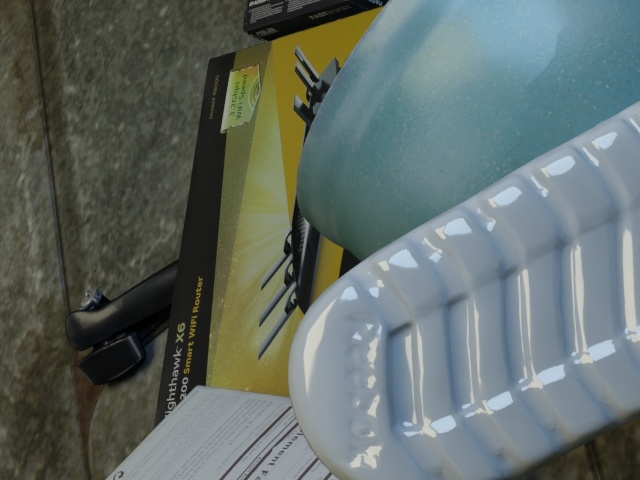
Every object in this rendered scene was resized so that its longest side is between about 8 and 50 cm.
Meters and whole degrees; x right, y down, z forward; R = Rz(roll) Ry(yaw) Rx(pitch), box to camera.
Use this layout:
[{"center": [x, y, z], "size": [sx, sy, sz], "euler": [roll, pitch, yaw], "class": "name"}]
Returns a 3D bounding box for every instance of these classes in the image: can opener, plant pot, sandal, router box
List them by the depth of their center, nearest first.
[{"center": [0.180, 0.004, 0.964], "size": [0.102, 0.416, 0.169], "euler": [103, 150, -85], "class": "sandal"}, {"center": [0.159, -0.050, 1.122], "size": [0.196, 0.293, 0.293], "euler": [45, 113, 22], "class": "plant pot"}, {"center": [0.000, 0.000, 1.423], "size": [0.243, 0.081, 0.309], "euler": [-11, 66, 48], "class": "router box"}, {"center": [0.016, -0.168, 1.467], "size": [0.122, 0.092, 0.038], "euler": [-11, 67, 49], "class": "router box"}, {"center": [-0.140, 0.049, 1.607], "size": [0.186, 0.073, 0.059], "euler": [-35, 11, 33], "class": "can opener"}]

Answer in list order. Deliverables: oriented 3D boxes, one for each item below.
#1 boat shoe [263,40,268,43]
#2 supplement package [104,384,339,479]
[{"center": [-0.048, -0.137, 1.580], "size": [0.100, 0.035, 0.035], "euler": [-60, 41, 24], "class": "boat shoe"}, {"center": [-0.011, 0.193, 1.259], "size": [0.244, 0.139, 0.134], "euler": [3, 40, 46], "class": "supplement package"}]
